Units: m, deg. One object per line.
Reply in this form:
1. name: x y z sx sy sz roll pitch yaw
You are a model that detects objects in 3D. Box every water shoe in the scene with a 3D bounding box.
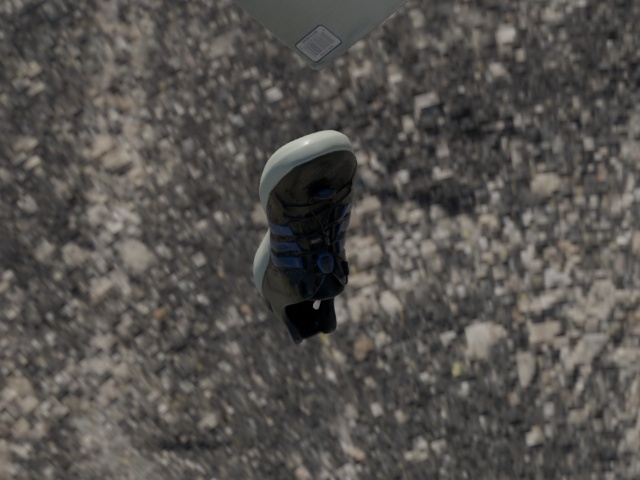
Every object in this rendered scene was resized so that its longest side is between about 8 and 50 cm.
1. water shoe: 0.000 0.000 1.232 0.073 0.203 0.080 -20 62 -18

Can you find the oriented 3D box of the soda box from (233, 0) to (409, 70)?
1. soda box: 0.056 -0.202 0.897 0.091 0.286 0.098 38 55 -14
